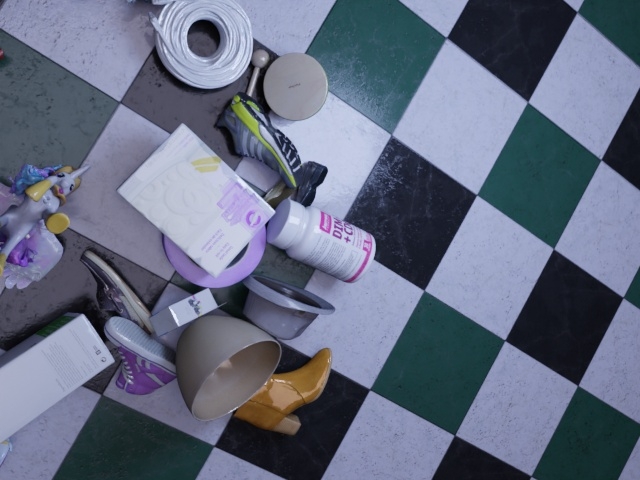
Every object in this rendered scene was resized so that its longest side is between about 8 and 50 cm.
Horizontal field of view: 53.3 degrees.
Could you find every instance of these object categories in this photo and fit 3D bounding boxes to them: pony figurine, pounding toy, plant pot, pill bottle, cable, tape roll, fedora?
[{"bbox_3d":[-0.710,-0.044,1.514,0.351,0.363,0.303,-36,112,4],"label":"pony figurine"},{"bbox_3d":[-0.084,-0.434,1.796,0.237,0.110,0.183,13,102,10],"label":"pounding toy"},{"bbox_3d":[-0.273,0.308,1.692,0.284,0.284,0.191,-42,62,-11],"label":"plant pot"},{"bbox_3d":[0.000,0.000,1.800,0.283,0.160,0.160,25,86,-24],"label":"pill bottle"},{"bbox_3d":[-0.309,-0.534,1.691,0.257,0.089,0.257,-21,112,-17],"label":"cable"},{"bbox_3d":[-0.293,-0.011,1.754,0.275,0.090,0.274,-2,96,-19],"label":"tape roll"},{"bbox_3d":[-0.105,0.193,1.749,0.275,0.244,0.124,20,95,-49],"label":"fedora"}]

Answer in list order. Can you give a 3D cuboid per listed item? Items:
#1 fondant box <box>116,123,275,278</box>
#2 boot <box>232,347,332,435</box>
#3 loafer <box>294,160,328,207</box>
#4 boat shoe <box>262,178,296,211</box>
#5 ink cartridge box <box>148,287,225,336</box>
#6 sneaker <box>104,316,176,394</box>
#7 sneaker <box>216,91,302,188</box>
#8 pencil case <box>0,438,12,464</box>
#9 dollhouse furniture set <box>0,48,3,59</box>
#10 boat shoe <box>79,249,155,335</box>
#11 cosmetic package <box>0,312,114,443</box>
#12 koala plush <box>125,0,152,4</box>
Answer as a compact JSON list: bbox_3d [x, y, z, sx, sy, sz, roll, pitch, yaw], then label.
[{"bbox_3d":[-0.317,-0.100,1.642,0.330,0.096,0.238,44,80,-17],"label":"fondant box"},{"bbox_3d":[-0.111,0.410,1.840,0.211,0.104,0.295,28,90,-19],"label":"boot"},{"bbox_3d":[-0.043,-0.150,1.849,0.061,0.062,0.170,31,92,21],"label":"loafer"},{"bbox_3d":[-0.128,-0.127,1.826,0.153,0.048,0.056,-50,131,-2],"label":"boat shoe"},{"bbox_3d":[-0.353,0.186,1.709,0.181,0.104,0.061,-25,88,-50],"label":"ink cartridge box"},{"bbox_3d":[-0.496,0.320,1.664,0.161,0.102,0.282,-37,131,2],"label":"sneaker"},{"bbox_3d":[-0.163,-0.261,1.764,0.121,0.111,0.300,-34,98,27],"label":"sneaker"},{"bbox_3d":[-0.916,0.500,1.578,0.273,0.113,0.124,33,55,-17],"label":"pencil case"},{"bbox_3d":[-0.875,-0.357,1.499,0.201,0.152,0.374,21,88,-19],"label":"dollhouse furniture set"},{"bbox_3d":[-0.542,0.152,1.680,0.092,0.103,0.285,-42,111,-16],"label":"boat shoe"},{"bbox_3d":[-0.712,0.340,1.541,0.365,0.197,0.155,-36,105,-31],"label":"cosmetic package"},{"bbox_3d":[-0.426,-0.703,1.599,0.196,0.203,0.221,-29,139,-55],"label":"koala plush"}]
